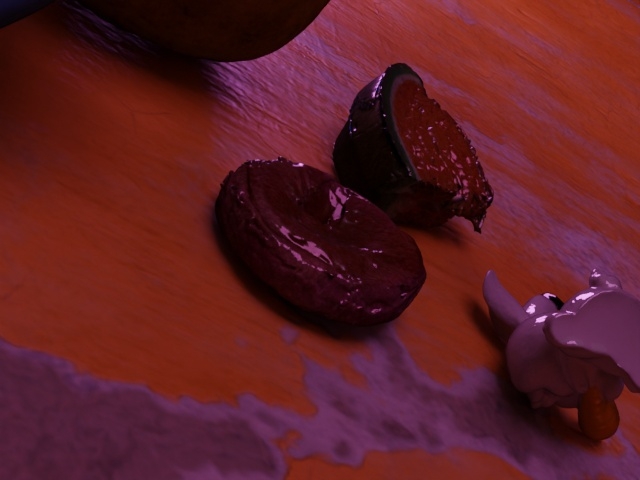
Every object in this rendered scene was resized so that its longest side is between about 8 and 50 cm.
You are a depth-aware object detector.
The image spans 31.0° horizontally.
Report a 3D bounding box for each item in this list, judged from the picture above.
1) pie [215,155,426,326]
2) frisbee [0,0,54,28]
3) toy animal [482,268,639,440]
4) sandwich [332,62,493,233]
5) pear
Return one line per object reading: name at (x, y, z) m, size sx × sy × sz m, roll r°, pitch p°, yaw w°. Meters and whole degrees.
pie at (0.000, 0.000, 0.903) m, size 0.182 × 0.049 × 0.182 m, roll 25°, pitch 26°, yaw -13°
frisbee at (-0.210, -0.218, 0.821) m, size 0.289 × 0.289 × 0.049 m, roll -107°, pitch 170°, yaw -50°
toy animal at (0.203, 0.085, 0.944) m, size 0.131 × 0.181 × 0.127 m, roll 25°, pitch 70°, yaw -14°
sandwich at (0.080, -0.086, 1.112) m, size 0.159 × 0.079 × 0.235 m, roll 31°, pitch 30°, yaw -30°
pear at (-0.107, -0.326, 1.041) m, size 0.304 × 0.304 × 0.304 m, roll 27°, pitch 29°, yaw -16°
